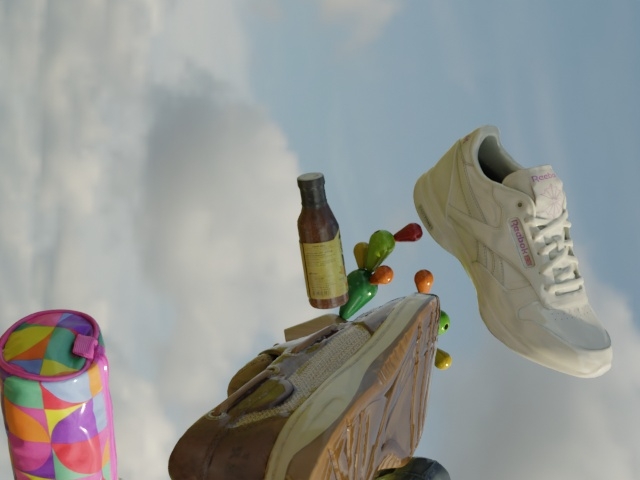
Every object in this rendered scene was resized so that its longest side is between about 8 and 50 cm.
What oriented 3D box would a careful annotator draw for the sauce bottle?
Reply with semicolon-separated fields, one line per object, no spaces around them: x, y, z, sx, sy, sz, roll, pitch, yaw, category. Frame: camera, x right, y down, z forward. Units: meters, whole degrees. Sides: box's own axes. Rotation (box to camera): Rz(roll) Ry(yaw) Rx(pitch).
0.000;0.000;1.778;0.042;0.042;0.128;-124;-154;-69;sauce bottle

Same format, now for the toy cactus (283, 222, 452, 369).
0.050;0.089;2.057;0.112;0.180;0.219;-105;-174;-59;toy cactus

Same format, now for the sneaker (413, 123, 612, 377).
0.220;0.011;2.020;0.305;0.114;0.152;54;-50;19;sneaker

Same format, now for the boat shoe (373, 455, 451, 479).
0.056;0.223;1.485;0.079;0.095;0.254;-53;169;-17;boat shoe

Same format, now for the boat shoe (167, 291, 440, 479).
-0.005;0.107;1.296;0.342;0.123;0.123;-42;140;-64;boat shoe

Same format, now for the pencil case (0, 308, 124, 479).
-0.219;0.173;1.635;0.104;0.104;0.236;-105;-172;-51;pencil case
